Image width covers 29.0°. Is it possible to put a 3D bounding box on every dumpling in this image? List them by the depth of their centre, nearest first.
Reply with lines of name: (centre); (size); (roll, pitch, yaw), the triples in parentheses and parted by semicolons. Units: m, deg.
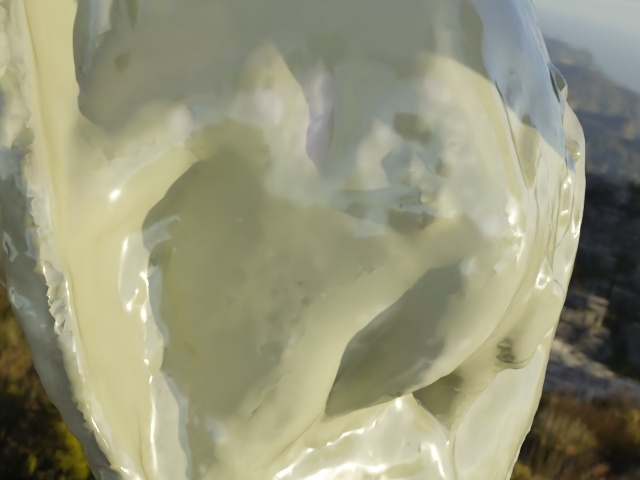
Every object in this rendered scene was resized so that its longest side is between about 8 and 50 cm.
dumpling: (0.000, 0.000, 0.533); (0.233, 0.316, 0.395); (-7, -10, 36)
